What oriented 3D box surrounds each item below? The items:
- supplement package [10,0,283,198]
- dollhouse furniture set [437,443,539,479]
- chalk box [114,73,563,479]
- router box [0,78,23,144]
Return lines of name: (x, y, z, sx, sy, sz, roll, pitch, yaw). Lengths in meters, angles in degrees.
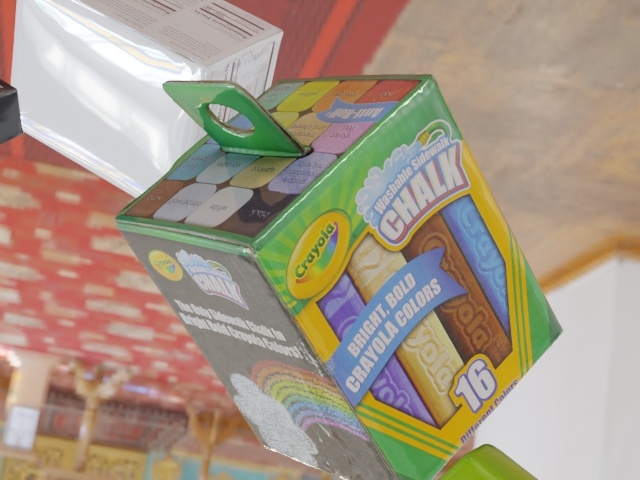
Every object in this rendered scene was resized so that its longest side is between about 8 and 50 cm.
supplement package: (-0.205, -0.184, 1.454, 0.262, 0.145, 0.204, 30, 128, 21)
dollhouse furniture set: (0.043, 0.208, 0.460, 0.197, 0.151, 0.301, 37, -164, 19)
chalk box: (0.000, 0.000, 0.873, 0.180, 0.179, 0.289, 10, 136, 52)
router box: (-0.333, -0.087, 0.946, 0.133, 0.179, 0.046, 30, 134, 31)
